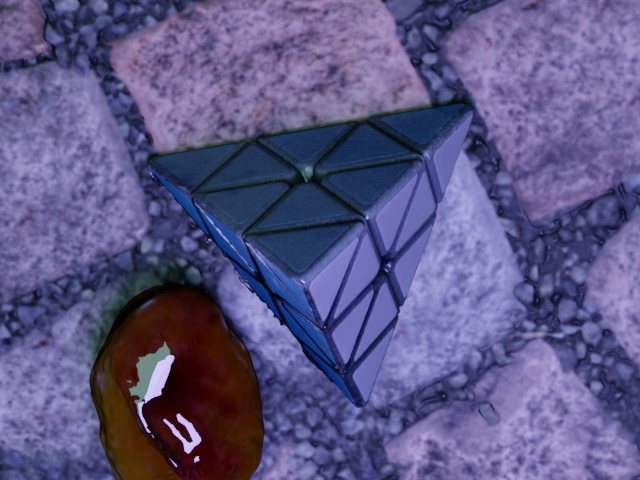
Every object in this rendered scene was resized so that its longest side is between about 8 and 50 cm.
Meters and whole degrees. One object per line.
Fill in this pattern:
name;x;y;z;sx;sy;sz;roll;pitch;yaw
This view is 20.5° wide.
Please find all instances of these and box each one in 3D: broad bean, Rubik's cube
broad bean;-0.133;0.154;1.657;0.156;0.122;0.228;-16;107;-18
Rubik's cube;-0.001;-0.001;1.605;0.233;0.229;0.228;-36;52;46
